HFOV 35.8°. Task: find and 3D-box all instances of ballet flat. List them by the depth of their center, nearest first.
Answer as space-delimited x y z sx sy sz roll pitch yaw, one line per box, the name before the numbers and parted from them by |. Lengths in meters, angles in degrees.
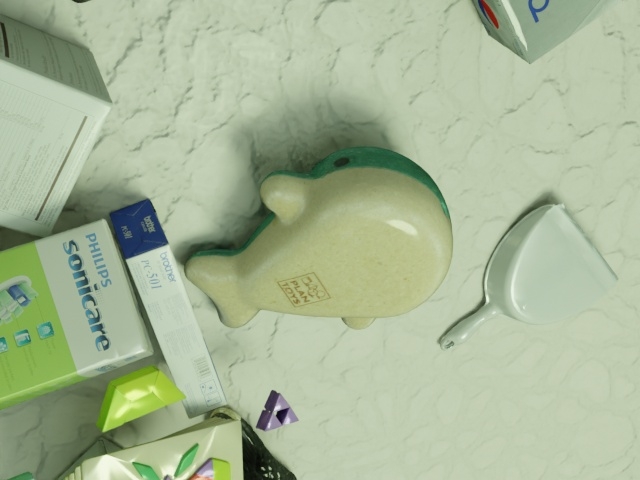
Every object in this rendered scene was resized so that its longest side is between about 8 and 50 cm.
ballet flat | -0.081 0.256 1.172 0.058 0.049 0.173 -17 123 22

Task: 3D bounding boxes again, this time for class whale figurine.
whale figurine | 0.000 0.000 1.014 0.272 0.141 0.216 -20 127 20

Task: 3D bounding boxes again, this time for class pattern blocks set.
pattern blocks set | -0.153 0.260 0.975 0.325 0.026 0.285 -26 115 -26

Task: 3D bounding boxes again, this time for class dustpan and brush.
dustpan and brush | 0.230 0.066 1.174 0.211 0.060 0.147 -43 114 -1

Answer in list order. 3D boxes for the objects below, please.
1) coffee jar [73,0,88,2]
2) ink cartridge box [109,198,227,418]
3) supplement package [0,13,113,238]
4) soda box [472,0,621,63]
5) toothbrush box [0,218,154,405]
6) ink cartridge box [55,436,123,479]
coffee jar | -0.240 -0.263 0.768 0.184 0.096 0.079 29 108 -31
ink cartridge box | -0.151 0.071 0.996 0.046 0.097 0.207 -21 124 -10
supplement package | -0.314 -0.122 0.798 0.244 0.134 0.139 21 109 -30
soda box | 0.277 -0.295 0.935 0.286 0.091 0.098 -34 125 1
toothbrush box | -0.300 0.092 0.870 0.283 0.206 0.122 -18 85 -9
ink cartridge box | -0.199 0.451 1.154 0.285 0.166 0.395 -44 124 5
